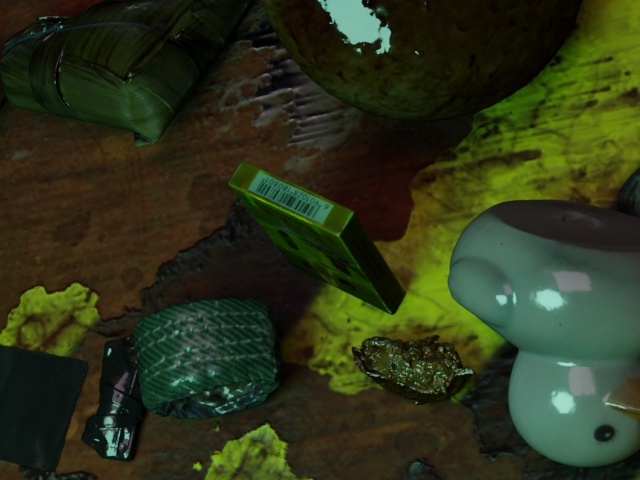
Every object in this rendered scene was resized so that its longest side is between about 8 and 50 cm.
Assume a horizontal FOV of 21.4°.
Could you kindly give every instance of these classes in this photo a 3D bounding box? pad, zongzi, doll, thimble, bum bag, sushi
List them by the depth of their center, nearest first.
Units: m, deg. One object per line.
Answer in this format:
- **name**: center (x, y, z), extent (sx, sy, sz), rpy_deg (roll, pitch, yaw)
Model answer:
- **doll**: center (0.215, 0.081, 1.466), extent (0.221, 0.221, 0.251), rpy_deg (-51, 41, -6)
- **sushi**: center (0.086, 0.115, 1.545), extent (0.118, 0.060, 0.061), rpy_deg (-4, 63, 15)
- **thimble**: center (-0.104, 0.110, 1.578), extent (0.135, 0.118, 0.090), rpy_deg (-10, 70, -3)
- **bum bag**: center (-0.193, 0.150, 1.636), extent (0.058, 0.034, 0.124), rpy_deg (10, 72, 7)
- **pad**: center (-0.332, 0.159, 1.694), extent (0.193, 0.004, 0.116), rpy_deg (8, 72, 21)
- **zongzi**: center (-0.199, -0.219, 1.763), extent (0.221, 0.112, 0.242), rpy_deg (13, 54, 32)

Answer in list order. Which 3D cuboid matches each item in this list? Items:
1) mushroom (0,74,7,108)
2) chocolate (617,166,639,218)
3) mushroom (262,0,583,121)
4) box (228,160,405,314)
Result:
- **mushroom**: center (-0.391, -0.149, 1.807), extent (0.127, 0.087, 0.127), rpy_deg (-14, 42, 13)
- **chocolate**: center (0.349, -0.032, 1.506), extent (0.167, 0.072, 0.072), rpy_deg (8, 71, 15)
- **mushroom**: center (0.061, -0.255, 1.609), extent (0.356, 0.334, 0.331), rpy_deg (-38, 27, 41)
- **box**: center (0.000, 0.000, 1.544), extent (0.121, 0.193, 0.030), rpy_deg (26, 76, 26)
